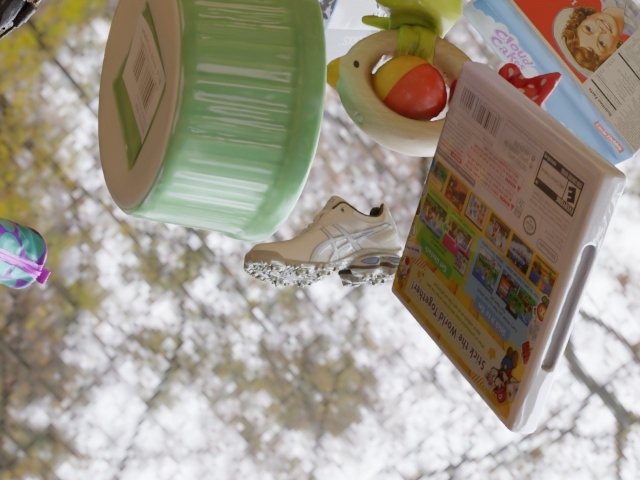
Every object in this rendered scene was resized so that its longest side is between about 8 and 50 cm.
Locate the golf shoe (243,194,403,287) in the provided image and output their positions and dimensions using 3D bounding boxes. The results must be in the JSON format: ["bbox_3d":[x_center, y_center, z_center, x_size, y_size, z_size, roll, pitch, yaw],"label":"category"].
[{"bbox_3d":[0.000,0.000,1.563,0.069,0.176,0.086,-20,-106,52],"label":"golf shoe"}]

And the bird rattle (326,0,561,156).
[{"bbox_3d":[0.119,-0.159,1.752,0.207,0.253,0.143,-30,166,-30],"label":"bird rattle"}]

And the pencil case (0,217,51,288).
[{"bbox_3d":[-0.317,0.004,1.524,0.070,0.151,0.064,29,-89,24],"label":"pencil case"}]

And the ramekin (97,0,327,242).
[{"bbox_3d":[-0.124,-0.153,1.699,0.303,0.148,0.304,-175,-90,-65],"label":"ramekin"}]

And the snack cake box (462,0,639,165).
[{"bbox_3d":[0.314,-0.232,1.966,0.152,0.264,0.089,-43,-174,-26],"label":"snack cake box"}]

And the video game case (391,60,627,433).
[{"bbox_3d":[0.133,-0.001,1.223,0.227,0.026,0.206,51,-51,56],"label":"video game case"}]

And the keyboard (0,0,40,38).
[{"bbox_3d":[-0.300,-0.120,1.045,0.033,0.201,0.317,-58,173,-78],"label":"keyboard"}]

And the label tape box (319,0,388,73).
[{"bbox_3d":[-0.003,-0.273,2.004,0.106,0.240,0.334,39,-61,34],"label":"label tape box"}]
